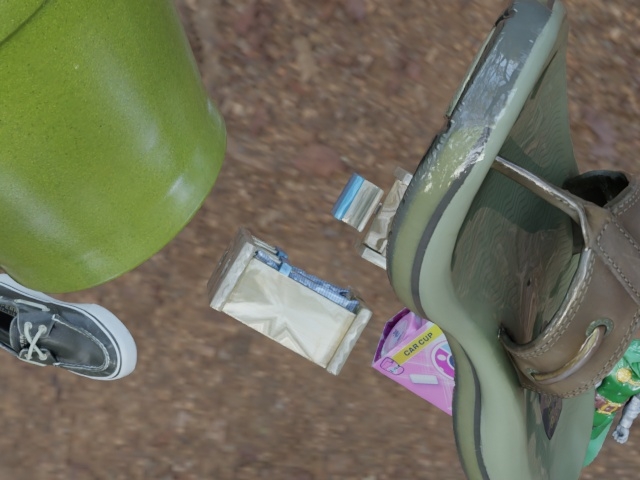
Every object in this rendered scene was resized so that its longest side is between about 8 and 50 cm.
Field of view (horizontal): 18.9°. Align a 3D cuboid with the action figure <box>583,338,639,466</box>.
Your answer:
[{"bbox_3d":[0.244,0.154,1.753,0.232,0.137,0.063,-53,40,41],"label":"action figure"}]

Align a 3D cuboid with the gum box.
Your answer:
[{"bbox_3d":[0.148,0.090,1.866,0.188,0.107,0.062,-42,21,47],"label":"gum box"}]

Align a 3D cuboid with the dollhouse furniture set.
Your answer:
[{"bbox_3d":[0.000,0.000,1.708,0.129,0.129,0.184,29,94,-8],"label":"dollhouse furniture set"}]

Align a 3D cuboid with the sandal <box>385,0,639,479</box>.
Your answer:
[{"bbox_3d":[0.097,0.014,0.745,0.086,0.303,0.120,17,63,24],"label":"sandal"}]

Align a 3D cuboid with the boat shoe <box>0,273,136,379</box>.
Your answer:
[{"bbox_3d":[-0.286,0.097,1.967,0.219,0.070,0.078,18,115,33],"label":"boat shoe"}]

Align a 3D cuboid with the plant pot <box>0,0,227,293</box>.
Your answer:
[{"bbox_3d":[-0.260,-0.151,1.584,0.366,0.353,0.366,-21,41,20],"label":"plant pot"}]
